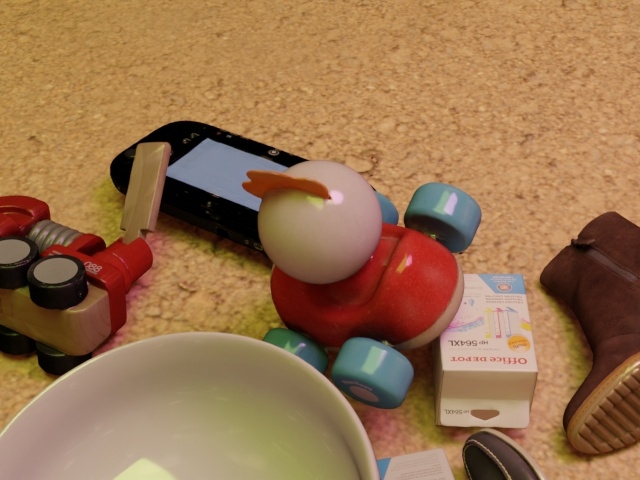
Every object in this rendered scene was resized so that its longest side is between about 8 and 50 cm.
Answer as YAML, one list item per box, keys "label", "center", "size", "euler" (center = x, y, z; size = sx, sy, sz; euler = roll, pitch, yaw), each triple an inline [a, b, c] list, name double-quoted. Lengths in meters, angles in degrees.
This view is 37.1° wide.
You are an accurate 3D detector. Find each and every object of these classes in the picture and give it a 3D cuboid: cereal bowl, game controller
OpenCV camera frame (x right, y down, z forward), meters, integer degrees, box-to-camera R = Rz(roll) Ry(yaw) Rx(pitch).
- label: "cereal bowl"
  center: [-0.111, 0.246, 0.763]
  size: [0.338, 0.141, 0.339]
  euler: [-6, 45, 6]
- label: "game controller"
  center: [-0.093, -0.066, 1.148]
  size: [0.319, 0.067, 0.166]
  euler: [22, 49, 22]

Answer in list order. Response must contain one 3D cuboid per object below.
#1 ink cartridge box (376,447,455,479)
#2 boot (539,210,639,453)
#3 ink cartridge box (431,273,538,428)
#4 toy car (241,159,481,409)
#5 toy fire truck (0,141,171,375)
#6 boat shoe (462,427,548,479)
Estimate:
- label: "ink cartridge box"
  center: [0.078, 0.272, 0.797]
  size: [0.104, 0.060, 0.180]
  euler: [-9, 44, -6]
- label: "boot"
  center: [0.293, 0.086, 0.976]
  size: [0.248, 0.090, 0.207]
  euler: [-43, 32, -8]
- label: "ink cartridge box"
  center: [0.158, 0.114, 0.936]
  size: [0.092, 0.090, 0.143]
  euler: [0, 44, 2]
- label: "toy car"
  center: [0.000, 0.000, 0.896]
  size: [0.210, 0.238, 0.219]
  euler: [2, 55, 45]
- label: "toy fire truck"
  center: [-0.279, -0.006, 1.052]
  size: [0.217, 0.159, 0.246]
  euler: [19, 36, 21]
- label: "boat shoe"
  center: [0.165, 0.248, 0.803]
  size: [0.064, 0.075, 0.206]
  euler: [-6, 47, -25]
